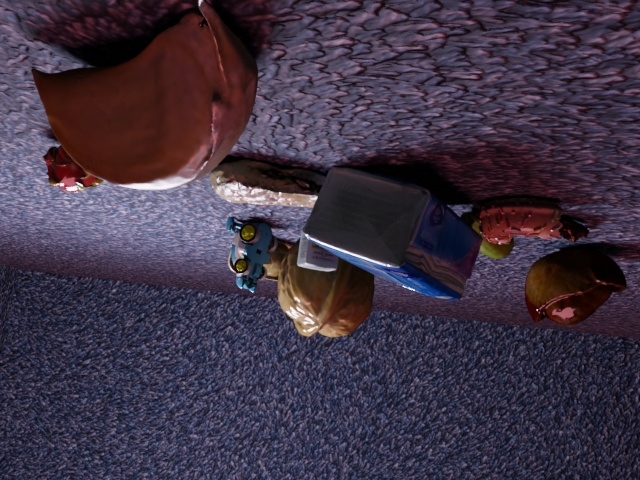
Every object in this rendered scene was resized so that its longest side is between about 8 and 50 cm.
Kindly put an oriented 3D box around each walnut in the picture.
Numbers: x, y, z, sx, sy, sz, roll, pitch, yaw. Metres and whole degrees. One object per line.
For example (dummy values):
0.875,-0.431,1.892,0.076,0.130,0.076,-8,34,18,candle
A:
0.015,0.102,1.675,0.224,0.257,0.257,27,164,-15,walnut

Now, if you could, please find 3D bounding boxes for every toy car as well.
-0.175,0.031,1.717,0.098,0.161,0.126,14,175,24,toy car

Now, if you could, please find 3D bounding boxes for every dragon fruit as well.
-0.418,-0.121,1.257,0.086,0.081,0.116,-5,167,7,dragon fruit

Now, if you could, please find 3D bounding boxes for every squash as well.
0.312,-0.011,1.394,0.066,0.066,0.201,0,165,34,squash

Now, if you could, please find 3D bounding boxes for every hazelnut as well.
0.531,0.097,1.541,0.202,0.160,0.170,-6,-170,38,hazelnut

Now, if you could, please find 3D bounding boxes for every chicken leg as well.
0.442,-0.021,1.325,0.145,0.037,0.062,13,-170,-26,chicken leg

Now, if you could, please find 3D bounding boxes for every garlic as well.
-0.168,-0.147,0.802,0.338,0.151,0.196,-5,152,44,garlic

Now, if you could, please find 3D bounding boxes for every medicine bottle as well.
0.000,0.000,1.515,0.074,0.118,0.055,13,168,-23,medicine bottle

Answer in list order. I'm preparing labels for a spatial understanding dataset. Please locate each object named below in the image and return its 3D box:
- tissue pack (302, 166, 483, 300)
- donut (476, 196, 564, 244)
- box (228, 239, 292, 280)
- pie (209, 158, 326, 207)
0.130,-0.009,1.236,0.198,0.146,0.263,19,174,34,tissue pack
0.327,-0.032,1.263,0.117,0.065,0.166,10,168,-18,donut
-0.158,0.042,1.913,0.177,0.111,0.111,12,169,-28,box
-0.086,-0.087,1.280,0.218,0.052,0.185,7,168,-16,pie
